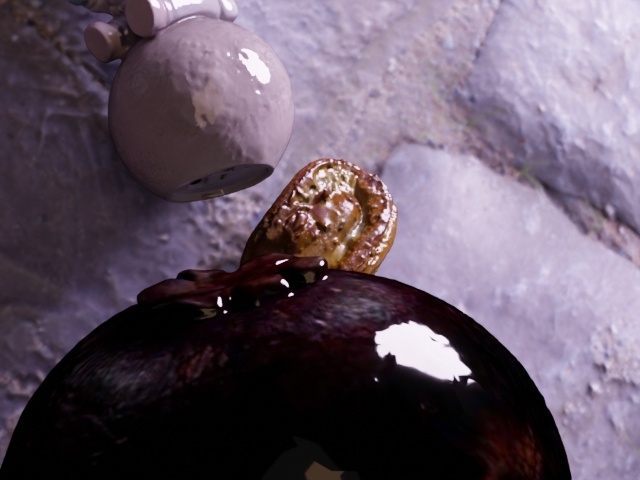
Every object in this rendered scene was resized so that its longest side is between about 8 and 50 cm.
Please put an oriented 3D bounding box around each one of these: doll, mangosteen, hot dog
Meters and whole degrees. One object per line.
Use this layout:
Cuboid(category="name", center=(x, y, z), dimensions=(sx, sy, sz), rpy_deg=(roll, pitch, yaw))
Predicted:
Cuboid(category="doll", center=(-0.114, -0.176, 1.048), dimensions=(0.151, 0.151, 0.287), rpy_deg=(-14, 79, -16))
Cuboid(category="mangosteen", center=(-0.016, 0.228, 0.898), dimensions=(0.382, 0.382, 0.435), rpy_deg=(-15, 102, -16))
Cuboid(category="hot dog", center=(0.001, 0.001, 1.082), dimensions=(0.099, 0.065, 0.147), rpy_deg=(38, 76, 4))
